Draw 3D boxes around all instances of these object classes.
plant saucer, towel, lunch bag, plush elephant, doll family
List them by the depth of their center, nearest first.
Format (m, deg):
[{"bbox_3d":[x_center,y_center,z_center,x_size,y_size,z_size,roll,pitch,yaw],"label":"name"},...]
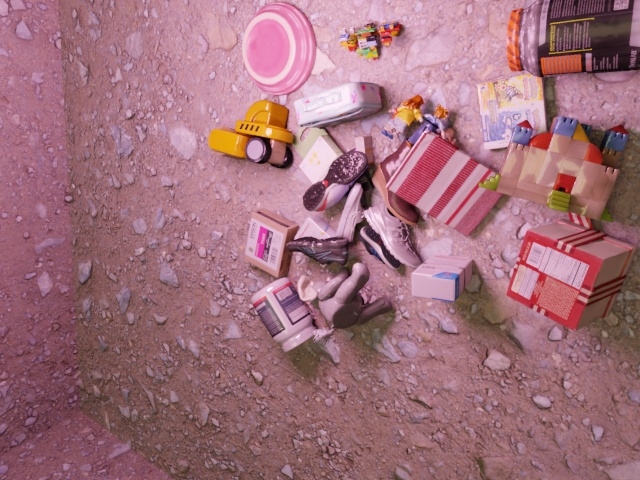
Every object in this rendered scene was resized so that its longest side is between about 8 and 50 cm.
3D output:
[{"bbox_3d":[0.409,-0.180,1.620,0.328,0.037,0.237,30,120,-6],"label":"towel"},{"bbox_3d":[0.326,-0.377,1.626,0.263,0.118,0.163,38,90,18],"label":"doll family"},{"bbox_3d":[0.054,-0.461,1.732,0.279,0.224,0.108,-10,98,34],"label":"lunch bag"},{"bbox_3d":[-0.175,-0.720,1.894,0.331,0.084,0.333,11,110,31],"label":"plant saucer"},{"bbox_3d":[0.064,0.217,1.936,0.330,0.272,0.255,-42,37,3],"label":"plush elephant"}]

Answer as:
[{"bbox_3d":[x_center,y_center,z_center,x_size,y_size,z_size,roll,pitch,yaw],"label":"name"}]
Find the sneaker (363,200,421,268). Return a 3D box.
[{"bbox_3d":[0.276,-0.024,1.787,0.115,0.105,0.281,-40,82,16],"label":"sneaker"}]

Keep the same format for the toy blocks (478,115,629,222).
[{"bbox_3d":[0.674,-0.227,1.413,0.380,0.190,0.261,18,105,12],"label":"toy blocks"}]

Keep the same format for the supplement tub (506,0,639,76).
[{"bbox_3d":[0.678,-0.541,1.312,0.337,0.207,0.207,7,107,31],"label":"supplement tub"}]

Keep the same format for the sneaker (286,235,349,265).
[{"bbox_3d":[-0.014,0.043,1.912,0.267,0.101,0.106,1,107,32],"label":"sneaker"}]

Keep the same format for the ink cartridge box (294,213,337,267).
[{"bbox_3d":[0.000,0.000,1.996,0.175,0.072,0.127,44,123,15],"label":"ink cartridge box"}]

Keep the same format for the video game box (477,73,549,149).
[{"bbox_3d":[0.582,-0.388,1.518,0.186,0.048,0.205,-4,102,31],"label":"video game box"}]

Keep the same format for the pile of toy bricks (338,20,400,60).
[{"bbox_3d":[0.164,-0.657,1.690,0.212,0.118,0.105,1,137,24],"label":"pile of toy bricks"}]

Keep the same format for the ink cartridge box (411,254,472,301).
[{"bbox_3d":[0.411,0.122,1.685,0.148,0.203,0.086,6,109,32],"label":"ink cartridge box"}]

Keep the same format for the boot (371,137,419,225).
[{"bbox_3d":[0.303,-0.199,1.728,0.249,0.090,0.207,54,127,13],"label":"boot"}]

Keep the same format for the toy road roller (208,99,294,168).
[{"bbox_3d":[-0.256,-0.428,1.972,0.329,0.202,0.241,16,98,28],"label":"toy road roller"}]

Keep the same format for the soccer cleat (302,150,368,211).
[{"bbox_3d":[0.069,-0.213,1.839,0.318,0.116,0.109,-40,63,33],"label":"soccer cleat"}]

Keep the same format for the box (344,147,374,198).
[{"bbox_3d":[0.121,-0.250,1.870,0.116,0.029,0.162,-22,92,36],"label":"box"}]

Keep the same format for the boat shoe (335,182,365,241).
[{"bbox_3d":[0.126,-0.102,1.871,0.084,0.095,0.258,18,134,1],"label":"boat shoe"}]

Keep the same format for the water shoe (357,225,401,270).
[{"bbox_3d":[0.222,0.033,1.877,0.203,0.072,0.080,51,152,8],"label":"water shoe"}]

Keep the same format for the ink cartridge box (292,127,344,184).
[{"bbox_3d":[-0.025,-0.340,1.903,0.235,0.056,0.171,52,131,13],"label":"ink cartridge box"}]

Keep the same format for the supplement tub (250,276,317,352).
[{"bbox_3d":[-0.152,0.311,2.114,0.191,0.191,0.272,-36,83,35],"label":"supplement tub"}]

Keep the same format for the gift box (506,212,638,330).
[{"bbox_3d":[0.711,0.071,1.448,0.276,0.258,0.255,38,125,41],"label":"gift box"}]

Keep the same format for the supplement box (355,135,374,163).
[{"bbox_3d":[0.158,-0.324,1.804,0.036,0.062,0.099,1,104,34],"label":"supplement box"}]

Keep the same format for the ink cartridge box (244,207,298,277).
[{"bbox_3d":[-0.212,0.009,2.129,0.193,0.088,0.235,25,117,24],"label":"ink cartridge box"}]
